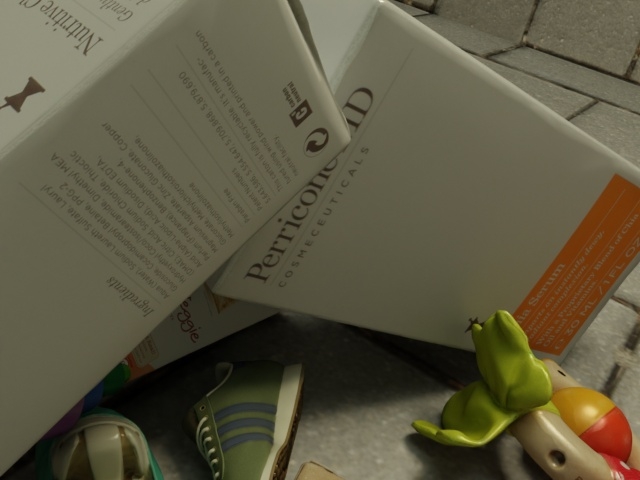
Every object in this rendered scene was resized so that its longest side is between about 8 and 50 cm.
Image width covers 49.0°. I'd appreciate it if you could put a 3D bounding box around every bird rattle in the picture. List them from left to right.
[{"bbox_3d":[0.220,0.167,0.581,0.253,0.143,0.207,36,20,28],"label":"bird rattle"}]

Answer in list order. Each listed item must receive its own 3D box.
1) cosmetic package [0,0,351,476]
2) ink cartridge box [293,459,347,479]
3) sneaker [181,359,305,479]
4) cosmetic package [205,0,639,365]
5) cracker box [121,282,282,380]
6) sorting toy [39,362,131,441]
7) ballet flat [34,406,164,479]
[{"bbox_3d":[-0.200,-0.017,0.380,0.385,0.156,0.217,-45,55,-11],"label":"cosmetic package"},{"bbox_3d":[0.052,0.258,0.384,0.235,0.088,0.193,21,29,14],"label":"ink cartridge box"},{"bbox_3d":[-0.067,0.158,0.538,0.086,0.064,0.192,8,29,5],"label":"sneaker"},{"bbox_3d":[0.111,-0.041,0.638,0.453,0.230,0.161,17,22,-39],"label":"cosmetic package"},{"bbox_3d":[-0.129,0.020,0.645,0.067,0.155,0.232,-18,2,44],"label":"cracker box"},{"bbox_3d":[-0.293,0.057,0.559,0.365,0.127,0.126,18,5,27],"label":"sorting toy"},{"bbox_3d":[-0.132,0.172,0.454,0.083,0.087,0.247,-4,34,-27],"label":"ballet flat"}]
